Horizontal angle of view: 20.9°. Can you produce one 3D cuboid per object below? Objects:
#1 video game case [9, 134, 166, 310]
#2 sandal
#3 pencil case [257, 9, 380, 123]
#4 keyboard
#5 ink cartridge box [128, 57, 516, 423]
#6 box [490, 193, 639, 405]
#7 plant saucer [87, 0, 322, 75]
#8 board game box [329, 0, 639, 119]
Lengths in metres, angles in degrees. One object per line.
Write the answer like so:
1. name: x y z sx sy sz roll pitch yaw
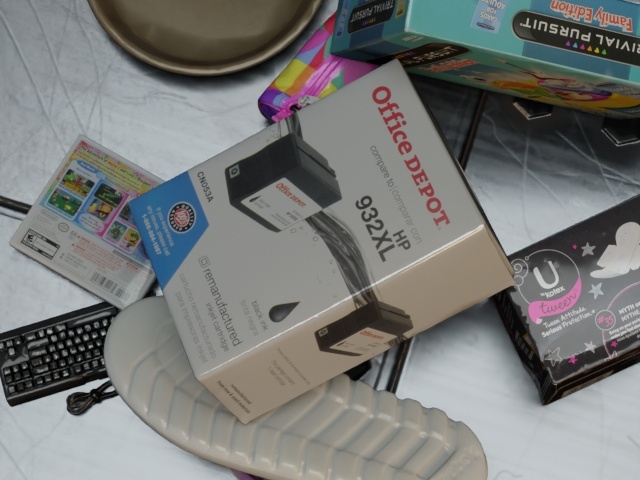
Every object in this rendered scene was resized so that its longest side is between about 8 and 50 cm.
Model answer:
1. video game case: -0.228 -0.017 1.845 0.157 0.019 0.143 29 77 11
2. sandal: -0.038 0.194 1.757 0.416 0.102 0.169 25 51 11
3. pencil case: 0.033 -0.198 1.841 0.104 0.104 0.236 36 81 8
4. keyboard: -0.248 0.125 1.824 0.180 0.023 0.108 -17 79 -1
5. ink cartridge box: 0.000 0.000 1.686 0.307 0.129 0.223 -28 58 6
6. box: 0.309 0.045 1.753 0.247 0.163 0.142 -24 77 -2
7. plant saucer: -0.124 -0.309 1.897 0.277 0.041 0.278 0 78 2
8. board game box: 0.206 -0.193 1.707 0.336 0.254 0.079 11 88 -15
